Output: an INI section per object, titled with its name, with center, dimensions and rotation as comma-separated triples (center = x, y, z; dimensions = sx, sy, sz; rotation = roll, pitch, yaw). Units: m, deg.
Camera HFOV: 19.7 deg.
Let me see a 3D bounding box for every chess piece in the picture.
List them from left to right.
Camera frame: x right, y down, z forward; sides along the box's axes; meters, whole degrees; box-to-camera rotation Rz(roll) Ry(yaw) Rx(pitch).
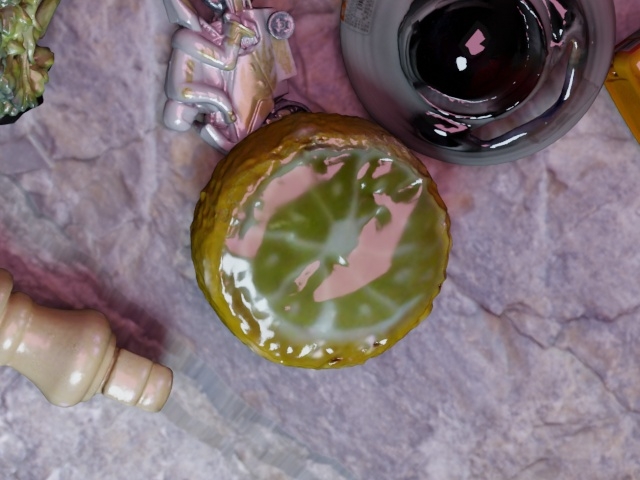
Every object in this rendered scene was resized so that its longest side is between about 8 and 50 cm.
[chess piece]
center = -0.326, 0.074, 1.753
dimensions = 0.397, 0.117, 0.117
rotation = 25, 89, -14

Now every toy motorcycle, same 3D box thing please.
[toy motorcycle]
center = -0.094, -0.165, 1.800
dimensions = 0.151, 0.074, 0.229
rotation = -27, 108, -14

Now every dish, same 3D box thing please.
[dish]
center = 0.146, -0.188, 1.768
dimensions = 0.273, 0.134, 0.273
rotation = 3, 110, 7

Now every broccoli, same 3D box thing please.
[broccoli]
center = -0.305, -0.241, 1.703
dimensions = 0.243, 0.263, 0.247
rotation = -42, 134, -17

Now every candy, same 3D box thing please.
[candy]
center = 0.000, 0.000, 1.797
dimensions = 0.260, 0.118, 0.260
rotation = -4, 106, -16

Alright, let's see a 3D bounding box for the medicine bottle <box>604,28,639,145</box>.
[medicine bottle]
center = 0.414, -0.182, 1.882
dimensions = 0.222, 0.112, 0.149
rotation = -34, 99, -7
